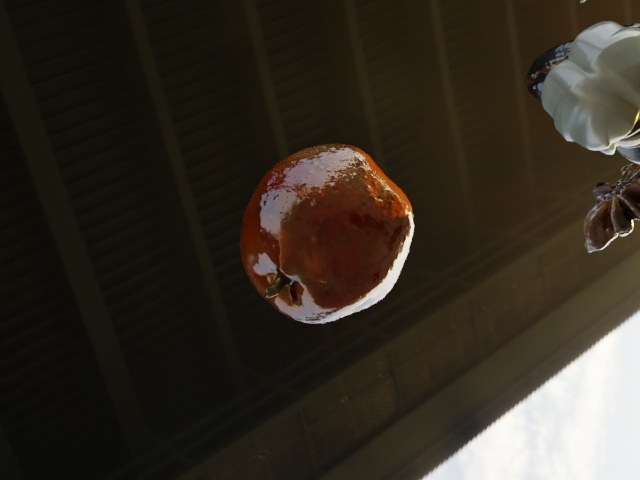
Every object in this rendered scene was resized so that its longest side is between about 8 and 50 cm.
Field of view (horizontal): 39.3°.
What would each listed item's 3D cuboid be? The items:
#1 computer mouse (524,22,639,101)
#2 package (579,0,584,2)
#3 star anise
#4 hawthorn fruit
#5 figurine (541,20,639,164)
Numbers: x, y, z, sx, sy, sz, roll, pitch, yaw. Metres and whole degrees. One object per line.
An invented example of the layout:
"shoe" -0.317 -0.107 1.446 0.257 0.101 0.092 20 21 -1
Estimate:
"computer mouse" 0.484 -0.280 1.471 0.323 0.183 0.116 -16 -90 -23
"package" 0.548 -0.619 1.881 0.027 0.171 0.173 -9 -34 -30
"star anise" 0.600 -0.074 1.758 0.093 0.229 0.236 40 -86 -15
"hawthorn fruit" 0.000 0.000 1.413 0.300 0.275 0.275 -43 -55 -42
"figurine" 0.390 -0.187 1.134 0.236 0.133 0.176 12 -62 -47
